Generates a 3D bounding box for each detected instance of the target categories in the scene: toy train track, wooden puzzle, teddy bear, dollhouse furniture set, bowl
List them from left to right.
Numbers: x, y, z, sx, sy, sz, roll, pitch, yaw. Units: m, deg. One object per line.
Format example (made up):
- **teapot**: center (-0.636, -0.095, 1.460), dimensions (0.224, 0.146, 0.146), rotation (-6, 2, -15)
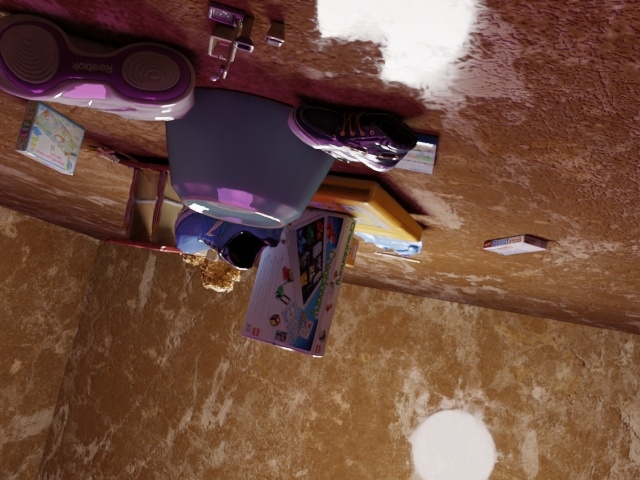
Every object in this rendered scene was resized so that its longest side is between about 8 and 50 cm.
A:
- **toy train track**: center (-0.486, -0.198, 1.657), dimensions (0.048, 0.014, 0.083), rotation (-7, 155, 16)
- **wooden puzzle**: center (-0.493, -0.198, 1.722), dimensions (0.078, 0.014, 0.116), rotation (14, 172, 22)
- **dollhouse furniture set**: center (-0.354, -0.065, 1.812), dimensions (0.152, 0.201, 0.374), rotation (9, 177, 20)
- **teddy bear**: center (-0.341, -0.001, 2.069), dimensions (0.113, 0.338, 0.245), rotation (-32, 174, 24)
- **dollhouse furniture set**: center (-0.099, -0.210, 0.850), dimensions (0.091, 0.081, 0.114), rotation (14, 171, -10)
- **bowl**: center (-0.129, -0.120, 1.213), dimensions (0.311, 0.163, 0.311), rotation (12, 172, 2)

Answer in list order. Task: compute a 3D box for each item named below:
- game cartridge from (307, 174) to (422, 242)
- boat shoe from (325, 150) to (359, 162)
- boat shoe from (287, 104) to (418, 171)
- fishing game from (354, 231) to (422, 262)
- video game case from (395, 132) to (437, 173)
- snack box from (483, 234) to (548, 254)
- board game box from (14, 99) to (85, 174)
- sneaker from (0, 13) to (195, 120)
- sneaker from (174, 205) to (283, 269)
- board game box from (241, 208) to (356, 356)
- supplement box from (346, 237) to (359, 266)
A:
- **game cartridge**: center (0.045, -0.073, 1.572), dimensions (0.285, 0.053, 0.323), rotation (11, 168, 28)
- **boat shoe**: center (0.010, -0.156, 1.103), dimensions (0.142, 0.049, 0.040), rotation (27, 157, -31)
- **boat shoe**: center (0.049, -0.164, 1.039), dimensions (0.183, 0.065, 0.083), rotation (19, 153, -19)
- **fishing game**: center (0.170, -0.020, 1.794), dimensions (0.189, 0.041, 0.264), rotation (9, 157, 32)
- **video game case**: center (0.127, -0.146, 1.165), dimensions (0.119, 0.015, 0.166), rotation (12, 172, 9)
- **snack box**: center (0.457, 0.012, 1.695), dimensions (0.064, 0.022, 0.178), rotation (14, 171, -16)
- **board game box**: center (-0.540, -0.204, 1.441), dimensions (0.026, 0.103, 0.154), rotation (9, 170, 18)
- **sneaker**: center (-0.323, -0.219, 0.996), dimensions (0.305, 0.114, 0.152), rotation (13, 170, -3)
- **sneaker**: center (-0.208, -0.010, 1.557), dimensions (0.330, 0.147, 0.129), rotation (-14, 152, 41)
- **board game box**: center (-0.049, 0.082, 1.566), dimensions (0.193, 0.305, 0.053), rotation (11, 173, 31)
- **supplement box**: center (0.000, 0.000, 1.731), dimensions (0.080, 0.078, 0.233), rotation (6, 169, 34)
